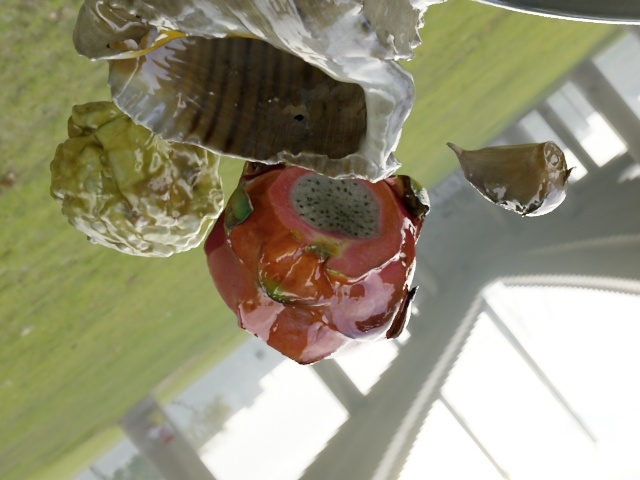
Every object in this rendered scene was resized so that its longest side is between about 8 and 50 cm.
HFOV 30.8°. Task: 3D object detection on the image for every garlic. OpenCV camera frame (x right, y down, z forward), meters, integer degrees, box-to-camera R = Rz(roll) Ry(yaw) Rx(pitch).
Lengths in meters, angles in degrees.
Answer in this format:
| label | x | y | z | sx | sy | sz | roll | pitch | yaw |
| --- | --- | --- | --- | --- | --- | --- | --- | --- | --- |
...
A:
| label | x | y | z | sx | sy | sz | roll | pitch | yaw |
| --- | --- | --- | --- | --- | --- | --- | --- | --- | --- |
| garlic | 0.215 | -0.071 | 1.271 | 0.066 | 0.084 | 0.152 | -19 | -164 | -40 |

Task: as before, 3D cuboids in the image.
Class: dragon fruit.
| label | x | y | z | sx | sy | sz | roll | pitch | yaw |
| --- | --- | --- | --- | --- | --- | --- | --- | --- | --- |
| dragon fruit | 0.000 | 0.000 | 1.456 | 0.291 | 0.291 | 0.189 | -36 | 160 | -48 |

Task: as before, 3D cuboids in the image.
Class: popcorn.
| label | x | y | z | sx | sy | sz | roll | pitch | yaw |
| --- | --- | --- | --- | --- | --- | --- | --- | --- | --- |
| popcorn | -0.249 | -0.094 | 1.600 | 0.249 | 0.249 | 0.225 | -43 | -153 | 62 |

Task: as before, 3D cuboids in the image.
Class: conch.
| label | x | y | z | sx | sy | sz | roll | pitch | yaw |
| --- | --- | --- | --- | --- | --- | --- | --- | --- | --- |
| conch | -0.026 | -0.170 | 0.887 | 0.324 | 0.263 | 0.186 | 3 | -147 | 40 |

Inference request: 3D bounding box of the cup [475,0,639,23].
| label | x | y | z | sx | sy | sz | roll | pitch | yaw |
| --- | --- | --- | --- | --- | --- | --- | --- | --- | --- |
| cup | 0.114 | -0.308 | 0.627 | 0.237 | 0.323 | 0.326 | 14 | 86 | -61 |
